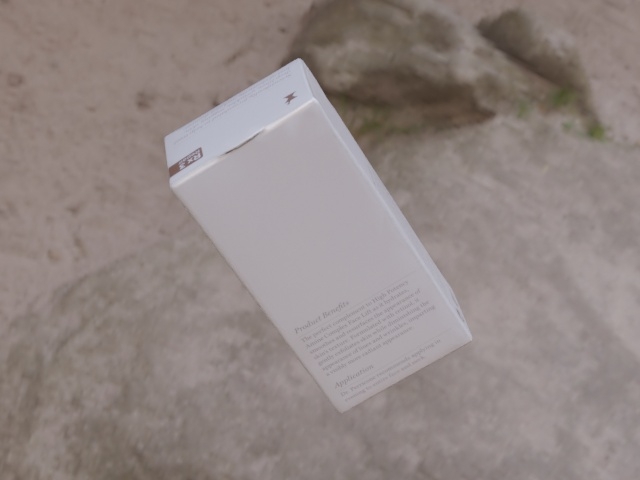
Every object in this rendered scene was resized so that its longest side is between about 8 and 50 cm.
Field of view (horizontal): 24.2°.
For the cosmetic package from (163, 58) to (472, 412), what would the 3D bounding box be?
[{"bbox_3d":[0.000,0.000,1.045,0.117,0.231,0.085,-30,28,7],"label":"cosmetic package"}]
